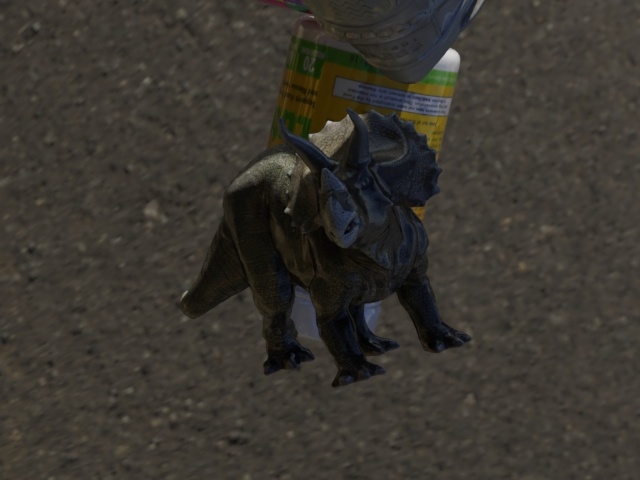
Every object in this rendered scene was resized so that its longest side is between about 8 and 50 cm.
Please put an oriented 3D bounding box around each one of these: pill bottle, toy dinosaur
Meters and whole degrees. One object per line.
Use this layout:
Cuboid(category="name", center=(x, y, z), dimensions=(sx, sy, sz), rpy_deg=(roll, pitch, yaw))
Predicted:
Cuboid(category="pill bottle", center=(0.020, -0.048, 1.286), dimensions=(0.136, 0.136, 0.245), rpy_deg=(6, 102, -34))
Cuboid(category="toy dinosaur", center=(0.000, 0.000, 0.969), dimensions=(0.121, 0.313, 0.160), rpy_deg=(-16, 96, -22))

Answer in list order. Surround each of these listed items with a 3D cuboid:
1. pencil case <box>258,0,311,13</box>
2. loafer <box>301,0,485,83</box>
Cuboid(category="pencil case", center=(-0.003, -0.217, 1.214), dimensions=(0.104, 0.236, 0.104), rpy_deg=(-27, 127, -42))
Cuboid(category="loafer", center=(0.068, -0.220, 0.769), dimensions=(0.111, 0.112, 0.319), rpy_deg=(55, 52, -47))
